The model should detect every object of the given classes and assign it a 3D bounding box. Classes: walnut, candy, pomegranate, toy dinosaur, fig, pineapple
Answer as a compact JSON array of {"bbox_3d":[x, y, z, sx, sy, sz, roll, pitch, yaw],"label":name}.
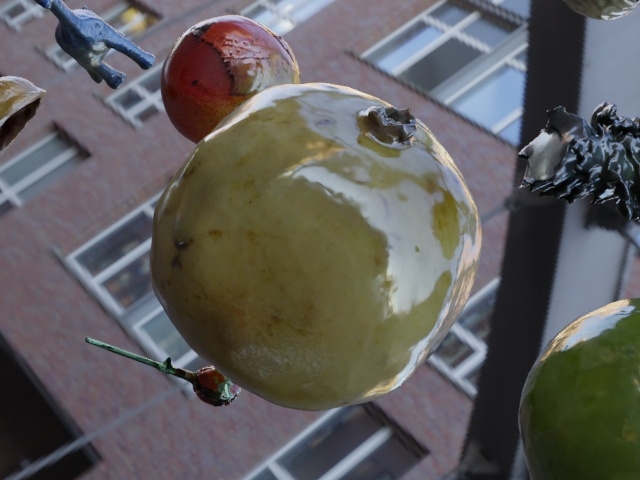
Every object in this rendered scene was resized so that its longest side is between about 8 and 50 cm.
[{"bbox_3d":[-0.512,-0.183,1.789,0.087,0.211,0.167,45,22,-1],"label":"walnut"},{"bbox_3d":[-0.178,0.143,1.324,0.184,0.049,0.056,21,-50,-9],"label":"candy"},{"bbox_3d":[0.000,0.000,1.173,0.332,0.332,0.332,47,-18,21],"label":"pomegranate"},{"bbox_3d":[-0.294,-0.262,1.356,0.188,0.075,0.248,43,4,-38],"label":"toy dinosaur"},{"bbox_3d":[0.358,0.188,1.113,0.316,0.316,0.316,47,-18,21],"label":"fig"},{"bbox_3d":[0.320,-0.069,1.139,0.158,0.278,0.158,-173,-90,-79],"label":"pineapple"},{"bbox_3d":[-0.123,-0.220,1.732,0.235,0.210,0.210,42,-20,19],"label":"pomegranate"}]

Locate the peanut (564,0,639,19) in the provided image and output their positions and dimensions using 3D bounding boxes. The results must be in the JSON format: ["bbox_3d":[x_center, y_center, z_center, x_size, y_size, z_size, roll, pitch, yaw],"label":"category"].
[{"bbox_3d":[0.350,-0.412,1.626,0.313,0.149,0.149,48,-17,36],"label":"peanut"}]
